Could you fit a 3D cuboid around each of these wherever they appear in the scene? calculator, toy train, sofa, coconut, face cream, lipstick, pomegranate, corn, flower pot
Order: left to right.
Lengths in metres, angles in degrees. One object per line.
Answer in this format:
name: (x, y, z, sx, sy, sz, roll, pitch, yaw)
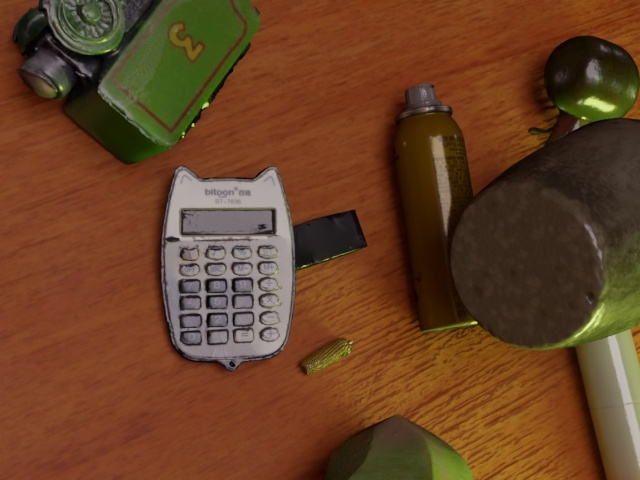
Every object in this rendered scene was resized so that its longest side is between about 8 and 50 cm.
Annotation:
toy train: (-0.225, -0.268, 1.448, 0.249, 0.173, 0.307, 41, 66, -20)
calculator: (-0.119, 0.036, 1.488, 0.177, 0.040, 0.268, 1, 81, -12)
sofa: (0.000, 0.000, 1.568, 0.118, 0.039, 0.060, -18, 89, -27)
corn: (0.010, 0.156, 1.548, 0.083, 0.027, 0.028, -28, 85, -24)
coconut: (0.087, 0.340, 1.454, 0.236, 0.236, 0.204, -7, 42, -26)
face cream: (0.166, -0.049, 1.618, 0.105, 0.105, 0.348, -4, 82, -26)
flower pot: (0.342, -0.004, 1.526, 0.330, 0.294, 0.293, -16, 86, -51)
pomegranate: (0.403, -0.216, 1.759, 0.152, 0.131, 0.191, 15, 96, -27)
lipstick: (0.450, 0.281, 1.694, 0.087, 0.087, 0.326, -10, 84, -26)
